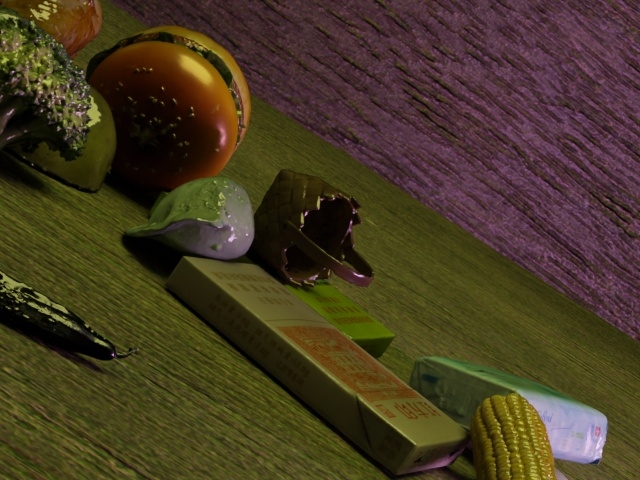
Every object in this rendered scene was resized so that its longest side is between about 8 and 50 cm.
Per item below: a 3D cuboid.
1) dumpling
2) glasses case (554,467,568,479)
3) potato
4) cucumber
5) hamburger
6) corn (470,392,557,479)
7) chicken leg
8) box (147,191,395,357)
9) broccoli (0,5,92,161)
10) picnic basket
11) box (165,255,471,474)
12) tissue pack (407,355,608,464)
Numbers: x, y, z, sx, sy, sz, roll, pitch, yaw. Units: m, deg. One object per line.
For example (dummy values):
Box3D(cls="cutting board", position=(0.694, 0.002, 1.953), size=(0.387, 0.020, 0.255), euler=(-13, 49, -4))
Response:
Box3D(cls="dumpling", position=(-0.154, -0.035, 1.979), size=(0.153, 0.108, 0.219), euler=(18, -1, 7))
Box3D(cls="glasses case", position=(0.256, 0.299, 1.978), size=(0.074, 0.049, 0.193), euler=(37, 12, 29))
Box3D(cls="potato", position=(-0.345, -0.162, 2.063), size=(0.202, 0.117, 0.182), euler=(32, 14, -16))
Box3D(cls="cucumber", position=(-0.249, 0.079, 1.476), size=(0.163, 0.043, 0.039), euler=(34, -32, -19))
Box3D(cls="hamburger", position=(-0.221, -0.170, 2.183), size=(0.246, 0.246, 0.170), euler=(33, 27, -5))
Box3D(cls="corn", position=(0.224, 0.269, 1.811), size=(0.093, 0.093, 0.244), euler=(31, 25, -17))
Box3D(cls="chicken leg", position=(-0.481, -0.320, 2.345), size=(0.295, 0.182, 0.409), euler=(22, 29, -12))
Box3D(cls="box", position=(-0.065, 0.048, 2.148), size=(0.335, 0.047, 0.187), euler=(37, 11, 18))
Box3D(cls="broccoli", position=(-0.383, -0.179, 1.889), size=(0.198, 0.226, 0.176), euler=(-7, 19, 45))
Box3D(cls="picnic basket", position=(0.000, 0.000, 2.051), size=(0.128, 0.138, 0.178), euler=(17, 18, -47))
Box3D(cls="box", position=(0.000, 0.145, 1.886), size=(0.365, 0.051, 0.204), euler=(38, 11, 21))
Box3D(cls="tissue pack", position=(0.254, 0.225, 2.115), size=(0.177, 0.089, 0.263), euler=(19, -2, 38))
